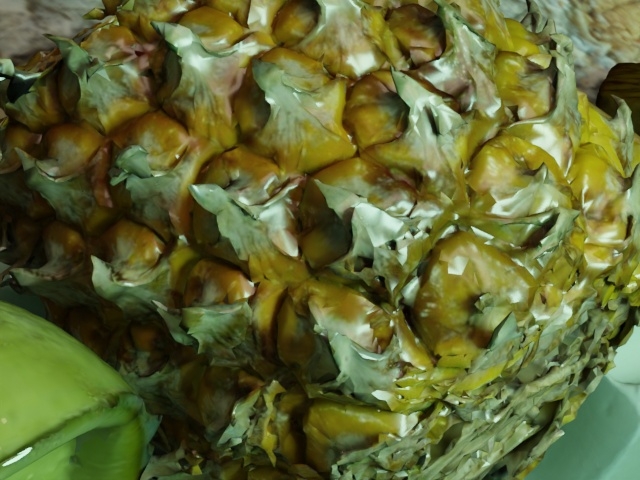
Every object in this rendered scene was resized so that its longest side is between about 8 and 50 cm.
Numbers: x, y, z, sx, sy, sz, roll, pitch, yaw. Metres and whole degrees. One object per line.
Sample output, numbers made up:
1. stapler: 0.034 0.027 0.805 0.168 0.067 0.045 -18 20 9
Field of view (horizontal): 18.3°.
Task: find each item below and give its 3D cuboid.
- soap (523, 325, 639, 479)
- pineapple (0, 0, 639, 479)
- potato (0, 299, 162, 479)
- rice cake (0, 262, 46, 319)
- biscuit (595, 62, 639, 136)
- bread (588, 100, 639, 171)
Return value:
1. soap: 0.244 0.095 1.257 0.265 0.160 0.087 -12 57 -36
2. pineapple: 0.002 -0.002 1.049 0.352 0.352 0.300 -20 61 -39
3. potato: -0.235 0.108 0.913 0.213 0.280 0.330 45 47 14
4. rice cake: -0.124 0.034 1.214 0.198 0.037 0.189 30 43 2
5. biscuit: 0.375 -0.090 1.460 0.359 0.046 0.359 1 15 0
6. bread: 0.111 -0.043 1.327 0.288 0.152 0.119 34 49 6
